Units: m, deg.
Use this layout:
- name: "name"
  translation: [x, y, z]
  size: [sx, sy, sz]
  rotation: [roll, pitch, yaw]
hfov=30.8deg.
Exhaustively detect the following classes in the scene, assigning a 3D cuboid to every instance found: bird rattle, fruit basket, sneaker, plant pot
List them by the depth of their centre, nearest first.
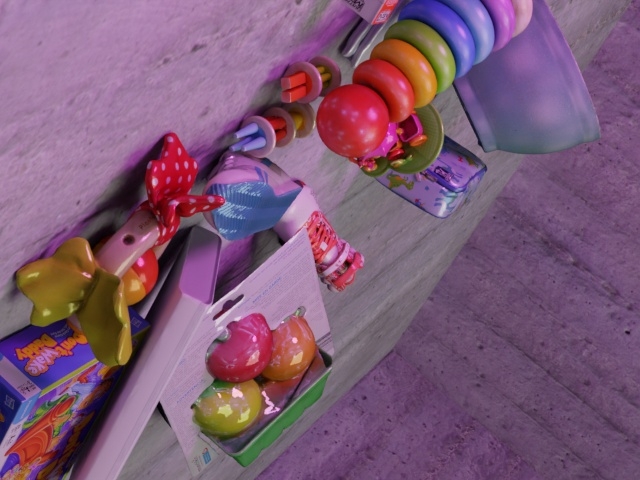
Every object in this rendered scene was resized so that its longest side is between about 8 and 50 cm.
- name: "bird rattle"
  translation: [-0.217, 0.011, 1.271]
  size: [0.254, 0.143, 0.207]
  rotation: [-59, -176, -25]
- name: "sneaker"
  translation: [-0.102, -0.061, 1.416]
  size: [0.087, 0.092, 0.228]
  rotation: [-52, 170, 11]
- name: "fruit basket"
  translation: [-0.121, 0.179, 1.820]
  size: [0.327, 0.165, 0.353]
  rotation: [-42, 142, -21]
- name: "sneaker"
  translation: [0.001, -0.001, 1.842]
  size: [0.090, 0.145, 0.270]
  rotation: [-48, 167, -9]
- name: "plant pot"
  translation: [0.340, -0.271, 2.044]
  size: [0.196, 0.293, 0.293]
  rotation: [-24, 170, 7]

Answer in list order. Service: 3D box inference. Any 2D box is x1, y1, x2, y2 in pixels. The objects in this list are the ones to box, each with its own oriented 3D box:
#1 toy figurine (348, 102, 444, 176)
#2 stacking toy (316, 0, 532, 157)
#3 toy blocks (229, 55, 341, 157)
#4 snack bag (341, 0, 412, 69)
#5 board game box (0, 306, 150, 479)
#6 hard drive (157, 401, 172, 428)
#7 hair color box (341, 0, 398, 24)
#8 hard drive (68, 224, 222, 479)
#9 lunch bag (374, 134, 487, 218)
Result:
- name: "toy figurine"
  translation: [0.084, -0.160, 1.836]
  size: [0.173, 0.130, 0.159]
  rotation: [-30, 166, 32]
- name: "stacking toy"
  translation: [0.118, -0.228, 1.453]
  size: [0.330, 0.141, 0.141]
  rotation: [-45, 167, -24]
- name: "toy blocks"
  translation: [-0.047, -0.160, 1.416]
  size: [0.148, 0.054, 0.123]
  rotation: [-32, 159, -55]
- name: "snack bag"
  translation: [0.175, -0.364, 1.652]
  size: [0.343, 0.037, 0.323]
  rotation: [-52, 167, 8]
- name: "board game box"
  translation: [-0.364, 0.236, 1.395]
  size: [0.233, 0.078, 0.347]
  rotation: [-32, 158, -57]
- name: "hard drive"
  translation: [-0.214, 0.243, 2.002]
  size: [0.172, 0.054, 0.255]
  rotation: [-47, 166, -14]
- name: "hair color box"
  translation: [0.075, -0.325, 1.326]
  size: [0.141, 0.072, 0.043]
  rotation: [-56, 167, 27]
- name: "hard drive"
  translation: [-0.228, 0.172, 1.485]
  size: [0.353, 0.047, 0.233]
  rotation: [-61, -169, 17]
- name: "lunch bag"
  translation: [0.195, -0.131, 2.093]
  size: [0.090, 0.176, 0.219]
  rotation: [-62, 166, 25]
